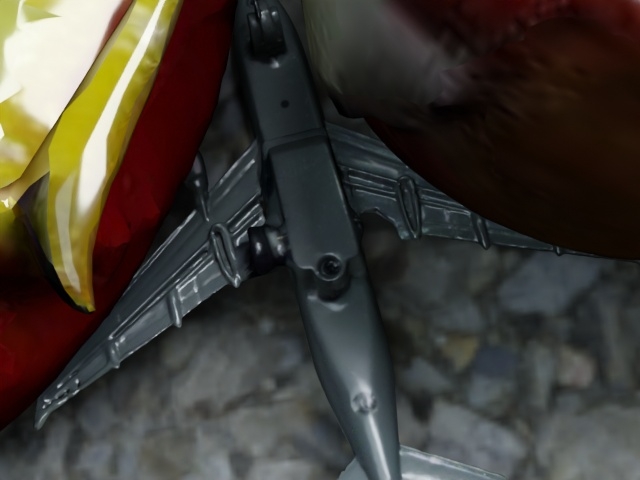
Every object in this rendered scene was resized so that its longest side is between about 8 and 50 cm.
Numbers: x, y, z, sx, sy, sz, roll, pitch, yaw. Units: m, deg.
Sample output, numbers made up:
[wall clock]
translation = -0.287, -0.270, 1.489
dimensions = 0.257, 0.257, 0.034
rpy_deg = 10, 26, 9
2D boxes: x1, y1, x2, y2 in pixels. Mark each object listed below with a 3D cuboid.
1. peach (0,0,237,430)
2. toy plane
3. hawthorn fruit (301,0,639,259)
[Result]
[peach]
translation = -0.200, -0.104, 0.499
dimensions = 0.335, 0.310, 0.406
rpy_deg = 10, 74, -25
[toy plane]
translation = 0.000, 0.001, 0.560
dimensions = 0.226, 0.058, 0.226
rpy_deg = -14, 77, -2
[hawthorn fruit]
translation = 0.144, -0.135, 0.421
dimensions = 0.324, 0.308, 0.308
rpy_deg = 22, 87, 16
